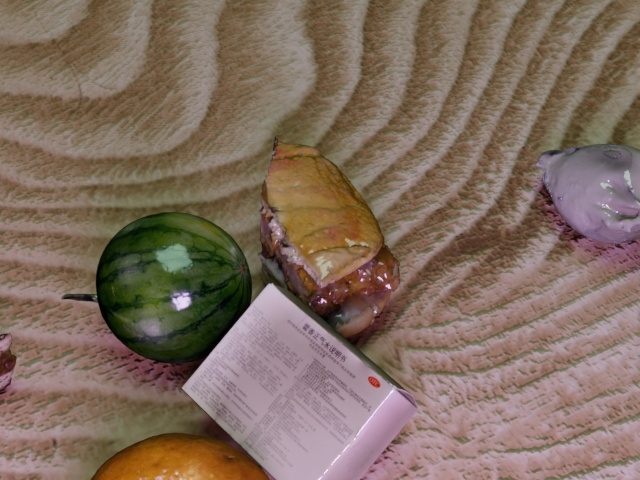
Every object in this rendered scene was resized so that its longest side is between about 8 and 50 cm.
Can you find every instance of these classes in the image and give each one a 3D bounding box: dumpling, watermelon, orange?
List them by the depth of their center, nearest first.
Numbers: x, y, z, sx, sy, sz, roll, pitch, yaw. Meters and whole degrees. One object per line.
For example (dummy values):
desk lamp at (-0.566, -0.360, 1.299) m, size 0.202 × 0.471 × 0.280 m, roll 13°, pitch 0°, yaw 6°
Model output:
orange at (-0.142, 0.308, 1.193) m, size 0.224 × 0.170 × 0.224 m, roll -6°, pitch 60°, yaw 10°
watermelon at (-0.191, 0.061, 1.445) m, size 0.214 × 0.188 × 0.188 m, roll -15°, pitch 39°, yaw 20°
dumpling at (0.421, -0.068, 1.664) m, size 0.172 × 0.142 × 0.247 m, roll 16°, pitch 23°, yaw -40°

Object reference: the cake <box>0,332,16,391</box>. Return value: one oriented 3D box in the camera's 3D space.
cake at (-0.470, 0.196, 1.342) m, size 0.246 × 0.112 × 0.135 m, roll -4°, pitch 54°, yaw -17°

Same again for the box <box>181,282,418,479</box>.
box at (-0.024, 0.178, 1.336) m, size 0.212 × 0.095 × 0.168 m, roll 39°, pitch 89°, yaw 31°

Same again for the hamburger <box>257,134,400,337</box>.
hamburger at (0.000, 0.000, 1.535) m, size 0.245 × 0.155 × 0.282 m, roll 18°, pitch 42°, yaw 12°
